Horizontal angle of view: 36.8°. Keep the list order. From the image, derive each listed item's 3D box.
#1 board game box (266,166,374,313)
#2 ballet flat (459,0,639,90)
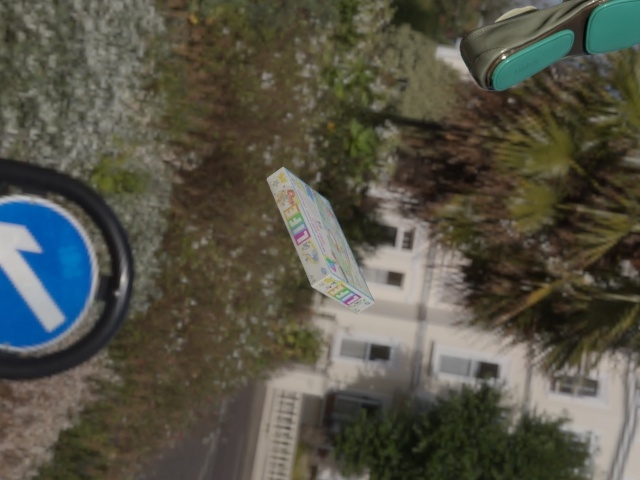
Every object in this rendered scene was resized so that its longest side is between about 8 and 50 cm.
[{"bbox_3d":[0.000,0.000,1.076,0.103,0.026,0.154,35,26,-52],"label":"board game box"},{"bbox_3d":[0.228,-0.203,0.893,0.072,0.213,0.068,85,-20,-54],"label":"ballet flat"}]
